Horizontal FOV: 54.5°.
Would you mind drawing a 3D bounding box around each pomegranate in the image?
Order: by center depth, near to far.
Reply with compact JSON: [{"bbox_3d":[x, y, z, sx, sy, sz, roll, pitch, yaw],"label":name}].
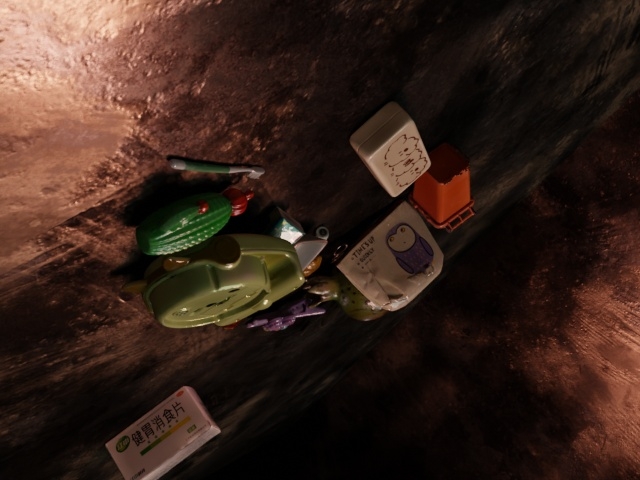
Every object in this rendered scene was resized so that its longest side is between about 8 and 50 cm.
[{"bbox_3d":[0.096,0.140,2.007,0.305,0.242,0.242,3,157,3],"label":"pomegranate"}]

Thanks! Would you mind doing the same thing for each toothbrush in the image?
[{"bbox_3d":[-0.185,-0.132,1.148,0.024,0.018,0.257,-41,162,25],"label":"toothbrush"}]

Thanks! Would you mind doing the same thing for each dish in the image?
[{"bbox_3d":[-0.102,0.060,1.646,0.234,0.064,0.154,-49,158,24],"label":"dish"}]

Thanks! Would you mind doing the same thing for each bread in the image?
[{"bbox_3d":[-0.032,0.069,1.818,0.081,0.046,0.083,-15,148,-54],"label":"bread"}]

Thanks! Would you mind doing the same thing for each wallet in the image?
[{"bbox_3d":[0.218,0.051,1.885,0.335,0.275,0.068,-41,-175,-20],"label":"wallet"}]

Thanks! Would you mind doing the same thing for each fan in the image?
[{"bbox_3d":[0.031,0.260,2.286,0.415,0.012,0.233,-46,-173,49],"label":"fan"}]

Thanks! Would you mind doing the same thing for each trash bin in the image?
[{"bbox_3d":[0.372,-0.157,1.855,0.161,0.184,0.239,-35,155,-11],"label":"trash bin"}]

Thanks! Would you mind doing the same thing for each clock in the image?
[{"bbox_3d":[-0.231,0.092,1.311,0.286,0.117,0.348,-31,159,30],"label":"clock"}]

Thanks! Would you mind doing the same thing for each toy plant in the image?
[{"bbox_3d":[-0.238,-0.037,1.171,0.154,0.088,0.240,-36,175,29],"label":"toy plant"}]

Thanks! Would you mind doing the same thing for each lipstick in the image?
[{"bbox_3d":[0.000,0.000,1.744,0.037,0.037,0.116,-32,164,-18],"label":"lipstick"}]

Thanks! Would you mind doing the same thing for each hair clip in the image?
[{"bbox_3d":[-0.096,0.237,1.987,0.278,0.090,0.137,-25,180,-31],"label":"hair clip"}]

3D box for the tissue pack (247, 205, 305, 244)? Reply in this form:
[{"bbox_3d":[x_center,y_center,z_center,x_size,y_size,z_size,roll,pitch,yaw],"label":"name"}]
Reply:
[{"bbox_3d":[-0.110,-0.018,1.458,0.111,0.079,0.085,-43,128,11],"label":"tissue pack"}]

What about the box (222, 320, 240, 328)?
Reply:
[{"bbox_3d":[-0.247,0.224,1.809,0.082,0.023,0.051,-43,159,12],"label":"box"}]

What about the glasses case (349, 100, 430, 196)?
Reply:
[{"bbox_3d":[0.179,-0.214,1.525,0.144,0.076,0.336,-41,160,7],"label":"glasses case"}]

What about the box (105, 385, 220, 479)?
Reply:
[{"bbox_3d":[-0.517,0.652,2.045,0.333,0.173,0.145,-36,158,-10],"label":"box"}]
